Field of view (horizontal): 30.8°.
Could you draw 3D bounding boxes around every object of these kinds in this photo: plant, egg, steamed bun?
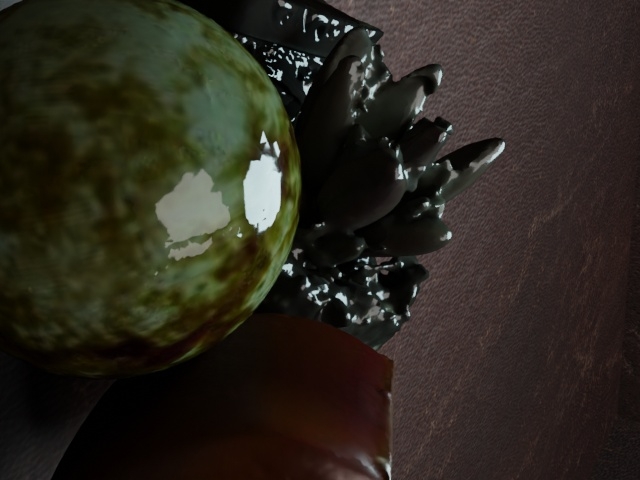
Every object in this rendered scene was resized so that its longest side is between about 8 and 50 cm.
[{"bbox_3d":[0.000,0.000,0.921,0.194,0.181,0.321,13,118,-50],"label":"plant"},{"bbox_3d":[-0.129,-0.031,0.730,0.289,0.238,0.238,63,46,-78],"label":"egg"},{"bbox_3d":[-0.078,0.247,0.795,0.235,0.248,0.379,-81,174,-68],"label":"steamed bun"}]

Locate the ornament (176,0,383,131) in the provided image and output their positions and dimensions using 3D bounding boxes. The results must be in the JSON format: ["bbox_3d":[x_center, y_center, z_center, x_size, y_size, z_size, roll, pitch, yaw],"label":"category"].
[{"bbox_3d":[-0.070,-0.093,0.986,0.251,0.106,0.260,5,108,-57],"label":"ornament"}]
